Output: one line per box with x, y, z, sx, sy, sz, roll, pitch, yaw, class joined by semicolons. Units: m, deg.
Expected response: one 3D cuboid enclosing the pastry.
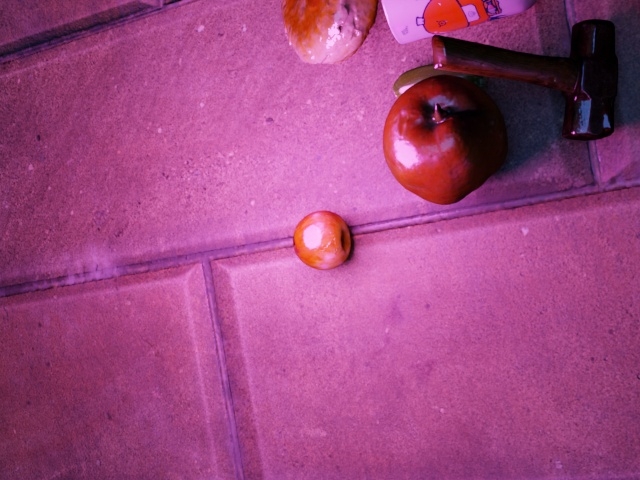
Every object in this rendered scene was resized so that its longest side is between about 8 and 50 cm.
0.018;-0.555;1.839;0.329;0.136;0.330;-1;89;61;pastry

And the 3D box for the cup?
0.302;-0.562;1.730;0.317;0.212;0.212;-10;89;22;cup

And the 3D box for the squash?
0.268;-0.361;1.832;0.219;0.068;0.077;-1;76;23;squash

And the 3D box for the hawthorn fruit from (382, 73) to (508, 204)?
0.257;-0.216;1.715;0.267;0.301;0.268;-3;79;15;hawthorn fruit

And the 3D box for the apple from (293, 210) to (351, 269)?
0.000;0.000;1.931;0.146;0.146;0.147;1;94;23;apple

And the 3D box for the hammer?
0.415;-0.346;1.639;0.408;0.095;0.243;6;90;-17;hammer
